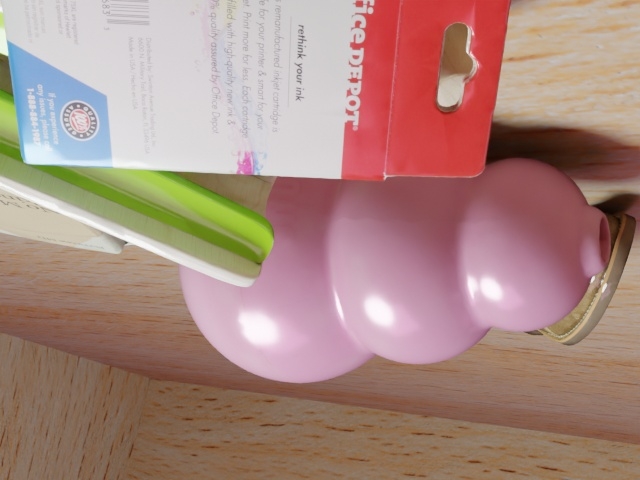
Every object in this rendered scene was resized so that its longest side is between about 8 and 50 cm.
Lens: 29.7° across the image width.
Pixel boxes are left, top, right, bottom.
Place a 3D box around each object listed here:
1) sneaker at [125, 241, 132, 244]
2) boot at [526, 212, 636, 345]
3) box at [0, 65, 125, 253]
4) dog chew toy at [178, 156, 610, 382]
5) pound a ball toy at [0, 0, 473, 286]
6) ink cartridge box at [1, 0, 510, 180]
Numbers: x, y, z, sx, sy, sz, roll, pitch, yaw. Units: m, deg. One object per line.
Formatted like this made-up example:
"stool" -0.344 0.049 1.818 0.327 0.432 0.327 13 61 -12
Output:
"sneaker" -0.259 -0.070 1.162 0.279 0.107 0.118 17 -179 7
"boot" 0.188 0.025 1.097 0.115 0.112 0.305 25 168 -5
"box" -0.247 -0.094 0.936 0.148 0.121 0.311 10 167 12
"dog chew toy" 0.057 0.008 0.944 0.332 0.206 0.206 -3 161 27
"pound a ball toy" -0.089 -0.117 0.717 0.319 0.135 0.208 23 125 -18
"ink cartridge box" -0.030 -0.106 0.588 0.231 0.078 0.134 3 128 -1
